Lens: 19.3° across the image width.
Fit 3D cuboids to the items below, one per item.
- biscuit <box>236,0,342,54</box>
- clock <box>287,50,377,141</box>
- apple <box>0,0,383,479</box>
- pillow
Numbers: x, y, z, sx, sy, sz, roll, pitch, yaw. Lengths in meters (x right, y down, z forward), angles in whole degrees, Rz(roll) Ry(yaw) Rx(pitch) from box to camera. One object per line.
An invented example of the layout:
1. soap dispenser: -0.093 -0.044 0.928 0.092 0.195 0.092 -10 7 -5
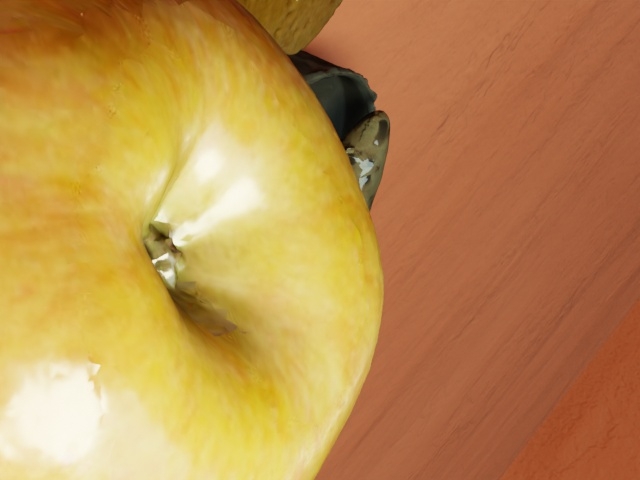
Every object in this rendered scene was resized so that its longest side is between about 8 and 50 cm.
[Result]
1. biscuit: -0.084 -0.212 1.230 0.394 0.076 0.368 -45 157 -39
2. clock: -0.072 -0.012 1.559 0.325 0.067 0.325 -47 158 -26
3. apple: -0.161 0.026 0.915 0.391 0.346 0.392 14 73 -54
4. pillow: -0.001 0.001 1.571 0.093 0.051 0.241 -30 148 -51
